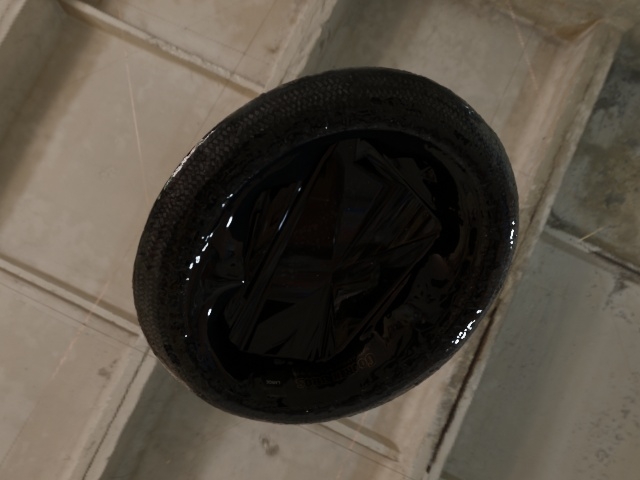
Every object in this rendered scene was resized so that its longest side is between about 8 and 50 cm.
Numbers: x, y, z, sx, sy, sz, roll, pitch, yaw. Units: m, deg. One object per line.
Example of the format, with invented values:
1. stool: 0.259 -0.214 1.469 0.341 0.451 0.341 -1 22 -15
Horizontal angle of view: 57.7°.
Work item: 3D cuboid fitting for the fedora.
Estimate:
1. fedora: 0.000 0.000 0.523 0.333 0.153 0.334 -5 -63 -10
